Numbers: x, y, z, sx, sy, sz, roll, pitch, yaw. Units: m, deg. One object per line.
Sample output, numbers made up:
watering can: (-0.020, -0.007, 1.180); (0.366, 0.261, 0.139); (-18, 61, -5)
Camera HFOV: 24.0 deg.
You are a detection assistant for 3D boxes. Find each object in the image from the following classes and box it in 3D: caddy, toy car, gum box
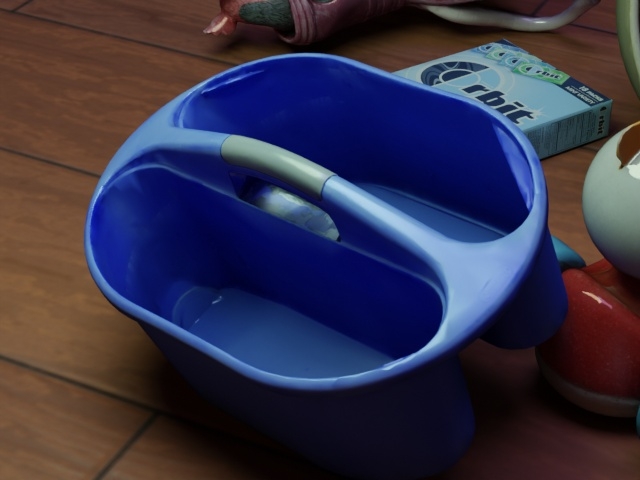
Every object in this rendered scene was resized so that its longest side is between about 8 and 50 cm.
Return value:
caddy: (0.000, 0.000, 0.997); (0.341, 0.179, 0.241); (23, 65, 38)
toy car: (0.253, -0.007, 1.035); (0.210, 0.238, 0.219); (-15, 37, -23)
gum box: (0.148, -0.121, 1.388); (0.184, 0.041, 0.157); (-19, 37, -29)

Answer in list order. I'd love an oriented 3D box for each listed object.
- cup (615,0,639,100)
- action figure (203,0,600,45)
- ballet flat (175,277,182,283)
cup: (0.398, -0.208, 1.324); (0.331, 0.331, 0.237); (-3, 10, -6)
action figure: (0.052, -0.267, 1.546); (0.370, 0.248, 0.276); (-25, 83, -16)
ballet flat: (-0.081, -0.035, 1.208); (0.083, 0.087, 0.247); (14, 35, 20)
